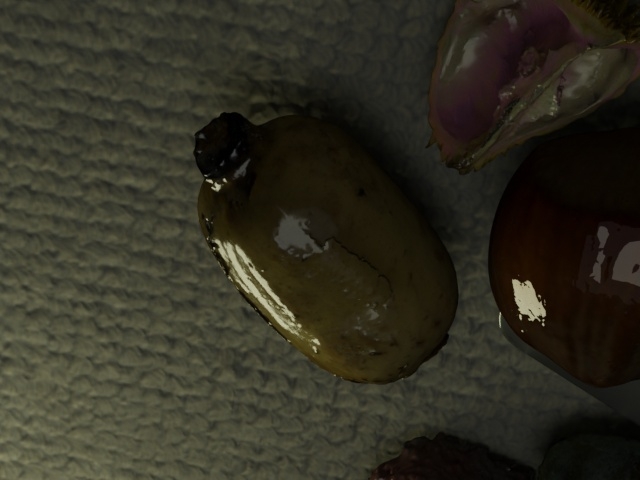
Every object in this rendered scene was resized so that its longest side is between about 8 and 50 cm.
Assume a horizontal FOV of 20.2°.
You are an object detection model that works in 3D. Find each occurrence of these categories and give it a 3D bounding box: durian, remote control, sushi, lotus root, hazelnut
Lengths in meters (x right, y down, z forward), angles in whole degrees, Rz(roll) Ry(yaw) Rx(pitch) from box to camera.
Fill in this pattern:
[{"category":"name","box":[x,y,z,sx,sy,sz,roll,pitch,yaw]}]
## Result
[{"category":"durian","box":[0.163,-0.137,1.361,0.165,0.132,0.182,18,138,13]},{"category":"remote control","box":[0.263,0.111,1.581,0.245,0.022,0.077,32,127,-12]},{"category":"sushi","box":[0.147,0.292,1.683,0.241,0.107,0.161,24,129,-6]},{"category":"lotus root","box":[0.269,0.213,1.609,0.165,0.088,0.088,-5,124,18]},{"category":"hazelnut","box":[0.240,0.011,1.405,0.210,0.210,0.186,18,155,-1]},{"category":"lotus root","box":[0.000,0.000,1.483,0.160,0.146,0.284,-40,118,10]}]
